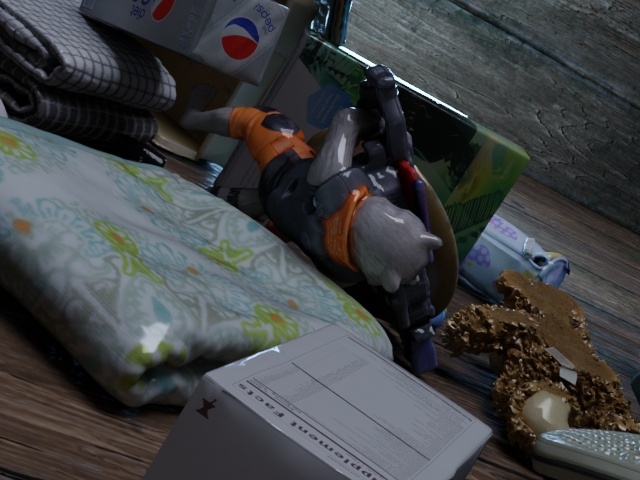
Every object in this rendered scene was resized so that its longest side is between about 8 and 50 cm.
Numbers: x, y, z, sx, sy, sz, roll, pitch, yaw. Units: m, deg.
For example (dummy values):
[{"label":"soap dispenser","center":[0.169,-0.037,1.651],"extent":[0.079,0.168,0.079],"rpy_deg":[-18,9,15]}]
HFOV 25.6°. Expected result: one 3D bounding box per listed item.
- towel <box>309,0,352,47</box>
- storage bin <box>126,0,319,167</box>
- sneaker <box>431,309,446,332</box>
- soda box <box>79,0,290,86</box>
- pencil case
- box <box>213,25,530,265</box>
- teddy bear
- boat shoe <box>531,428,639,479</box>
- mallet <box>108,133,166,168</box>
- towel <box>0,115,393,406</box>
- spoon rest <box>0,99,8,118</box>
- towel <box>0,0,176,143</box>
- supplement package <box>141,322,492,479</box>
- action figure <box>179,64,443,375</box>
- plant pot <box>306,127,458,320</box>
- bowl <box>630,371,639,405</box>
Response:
[{"label":"towel","center":[-0.001,-0.228,1.854],"extent":[0.040,0.370,0.271],"rpy_deg":[9,16,-8]},{"label":"storage bin","center":[-0.168,-0.269,1.857],"extent":[0.123,0.262,0.260],"rpy_deg":[20,16,-49]},{"label":"sneaker","center":[0.082,0.042,1.656],"extent":[0.078,0.067,0.188],"rpy_deg":[30,14,-35]},{"label":"soda box","center":[-0.155,-0.253,1.548],"extent":[0.098,0.091,0.286],"rpy_deg":[19,6,-37]},{"label":"pencil case","center":[0.222,0.003,2.032],"extent":[0.273,0.113,0.124],"rpy_deg":[36,-9,27]},{"label":"box","center":[0.063,-0.084,1.729],"extent":[0.322,0.232,0.058],"rpy_deg":[26,17,-17]},{"label":"teddy bear","center":[0.245,0.163,1.526],"extent":[0.245,0.113,0.338],"rpy_deg":[16,25,-27]},{"label":"boat shoe","center":[0.389,0.297,1.187],"extent":[0.500,0.156,0.187],"rpy_deg":[24,12,30]},{"label":"mallet","center":[-0.212,-0.072,1.506],"extent":[0.062,0.039,0.190],"rpy_deg":[31,16,-3]},{"label":"towel","center":[-0.138,0.019,1.186],"extent":[0.320,0.090,0.374],"rpy_deg":[37,14,29]},{"label":"spoon rest","center":[-0.402,-0.157,1.278],"extent":[0.276,0.084,0.137],"rpy_deg":[30,12,-7]},{"label":"towel","center":[-0.333,-0.216,1.606],"extent":[0.283,0.121,0.235],"rpy_deg":[38,16,24]},{"label":"supplement package","center":[-0.006,0.152,0.852],"extent":[0.139,0.134,0.244],"rpy_deg":[34,12,13]},{"label":"action figure","center":[0.000,0.000,1.408],"extent":[0.178,0.341,0.330],"rpy_deg":[-27,25,-27]},{"label":"plant pot","center":[0.048,-0.008,1.515],"extent":[0.236,0.236,0.032],"rpy_deg":[37,51,26]},{"label":"bowl","center":[0.509,0.218,1.560],"extent":[0.311,0.163,0.311],"rpy_deg":[-2,-18,-1]}]
